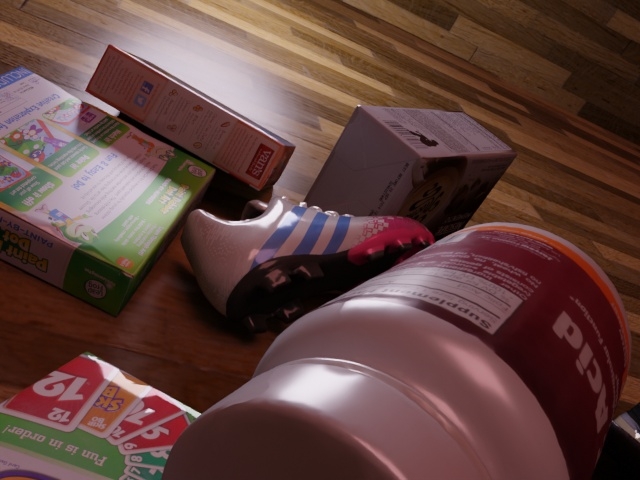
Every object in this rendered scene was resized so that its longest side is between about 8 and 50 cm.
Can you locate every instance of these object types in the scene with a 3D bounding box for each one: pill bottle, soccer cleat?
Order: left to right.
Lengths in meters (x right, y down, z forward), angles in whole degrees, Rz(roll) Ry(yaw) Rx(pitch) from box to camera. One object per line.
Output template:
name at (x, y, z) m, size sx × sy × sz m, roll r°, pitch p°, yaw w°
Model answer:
soccer cleat at (0.000, 0.000, 0.737) m, size 0.331 × 0.116 × 0.143 m, roll -7°, pitch 46°, yaw -48°
pill bottle at (0.087, 0.128, 0.500) m, size 0.224 × 0.224 × 0.392 m, roll 40°, pitch 30°, yaw 17°

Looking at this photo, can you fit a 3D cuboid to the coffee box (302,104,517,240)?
coffee box at (0.132, -0.086, 0.949) m, size 0.119 × 0.168 × 0.297 m, roll 44°, pitch 30°, yaw 24°

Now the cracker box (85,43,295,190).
cracker box at (-0.150, -0.148, 0.838) m, size 0.232 × 0.067 × 0.156 m, roll 29°, pitch 7°, yaw -1°

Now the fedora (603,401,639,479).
fedora at (0.426, 0.218, 0.659) m, size 0.334 × 0.152 × 0.334 m, roll 35°, pitch 7°, yaw -5°

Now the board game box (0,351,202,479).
board game box at (-0.173, 0.153, 0.381) m, size 0.124 × 0.039 × 0.259 m, roll 24°, pitch 26°, yaw 15°

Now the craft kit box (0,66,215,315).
craft kit box at (-0.254, -0.064, 0.667) m, size 0.247 × 0.061 × 0.250 m, roll 26°, pitch 29°, yaw -4°
